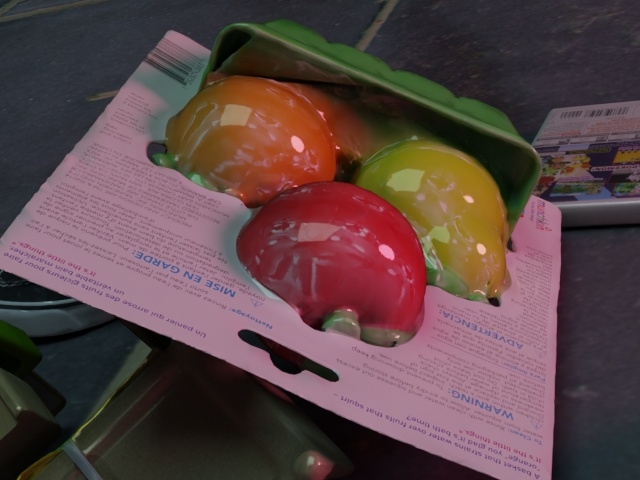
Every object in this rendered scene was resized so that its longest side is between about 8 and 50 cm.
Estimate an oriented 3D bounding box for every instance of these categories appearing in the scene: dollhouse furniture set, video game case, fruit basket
[{"bbox_3d":[-0.111,0.147,0.839,0.197,0.151,0.301,-44,48,-6],"label":"dollhouse furniture set"},{"bbox_3d":[0.259,-0.065,1.063,0.201,0.023,0.183,-2,30,28],"label":"video game case"},{"bbox_3d":[0.000,0.000,0.854,0.327,0.165,0.353,23,36,-2],"label":"fruit basket"}]

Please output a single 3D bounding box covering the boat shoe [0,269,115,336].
[{"bbox_3d":[-0.156,-0.003,1.113,0.301,0.102,0.108,-13,26,9],"label":"boat shoe"}]
